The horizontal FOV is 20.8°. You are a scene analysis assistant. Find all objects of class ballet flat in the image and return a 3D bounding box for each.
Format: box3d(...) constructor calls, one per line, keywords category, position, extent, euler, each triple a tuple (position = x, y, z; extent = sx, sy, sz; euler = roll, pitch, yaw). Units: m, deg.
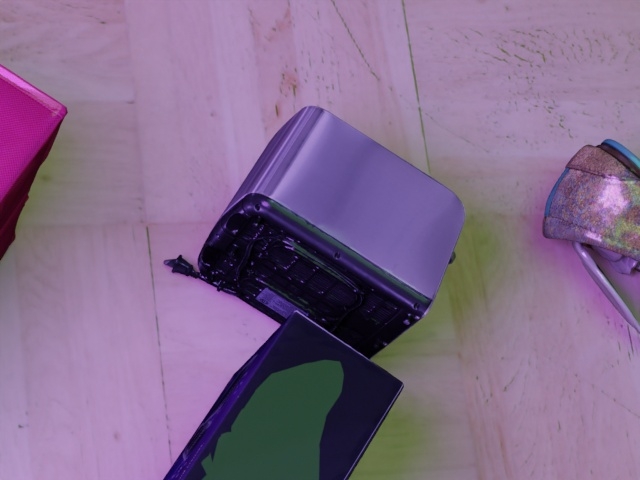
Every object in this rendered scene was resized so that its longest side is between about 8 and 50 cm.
box3d(category="ballet flat", position=(0.333, 0.057, 1.474), extent=(0.348, 0.123, 0.123), euler=(38, 64, -2))

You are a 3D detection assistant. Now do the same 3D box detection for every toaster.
box3d(category="toaster", position=(0.000, 0.000, 1.350), extent=(0.186, 0.168, 0.110), euler=(32, 62, -6))

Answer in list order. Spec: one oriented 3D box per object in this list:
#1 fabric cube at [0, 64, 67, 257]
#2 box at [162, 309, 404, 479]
box3d(category="fabric cube", position=(-0.363, -0.012, 1.188), extent=(0.254, 0.259, 0.258), euler=(31, 63, -4))
box3d(category="box", position=(-0.069, 0.199, 1.243), extent=(0.103, 0.184, 0.261), euler=(34, 64, -1))
